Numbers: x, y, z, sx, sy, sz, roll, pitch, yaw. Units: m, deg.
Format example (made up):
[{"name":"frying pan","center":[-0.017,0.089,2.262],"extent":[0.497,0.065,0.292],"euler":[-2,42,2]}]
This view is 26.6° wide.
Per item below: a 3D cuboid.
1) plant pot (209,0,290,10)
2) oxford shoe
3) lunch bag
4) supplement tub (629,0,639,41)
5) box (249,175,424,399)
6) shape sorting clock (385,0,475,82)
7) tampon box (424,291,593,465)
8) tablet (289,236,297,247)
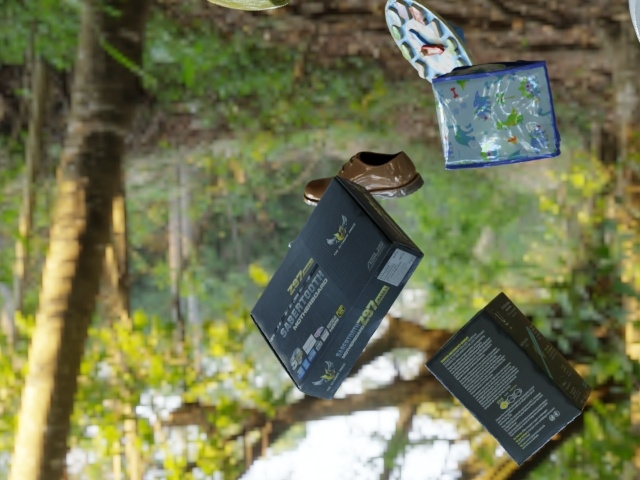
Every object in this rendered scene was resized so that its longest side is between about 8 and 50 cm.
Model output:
[{"name":"plant pot","center":[-0.077,-0.343,1.700],"extent":[0.095,0.134,0.134],"euler":[32,-158,30]},{"name":"oxford shoe","center":[0.057,-0.102,2.104],"extent":[0.212,0.076,0.076],"euler":[-10,-152,34]},{"name":"lunch bag","center":[0.234,-0.166,1.764],"extent":[0.151,0.129,0.096],"euler":[-2,-162,35]},{"name":"supplement tub","center":[0.431,-0.271,1.431],"extent":[0.191,0.191,0.272],"euler":[0,-161,21]},{"name":"box","center":[0.016,0.058,1.737],"extent":[0.059,0.233,0.183],"euler":[22,-161,-34]},{"name":"shape sorting clock","center":[0.178,-0.313,2.199],"extent":[0.040,0.206,0.206],"euler":[-39,-162,-17]},{"name":"tampon box","center":[0.221,0.159,1.583],"extent":[0.101,0.161,0.120],"euler":[-45,172,18]},{"name":"tablet","center":[0.000,0.000,1.866],"extent":[0.083,0.054,0.006],"euler":[-36,-147,-10]}]
